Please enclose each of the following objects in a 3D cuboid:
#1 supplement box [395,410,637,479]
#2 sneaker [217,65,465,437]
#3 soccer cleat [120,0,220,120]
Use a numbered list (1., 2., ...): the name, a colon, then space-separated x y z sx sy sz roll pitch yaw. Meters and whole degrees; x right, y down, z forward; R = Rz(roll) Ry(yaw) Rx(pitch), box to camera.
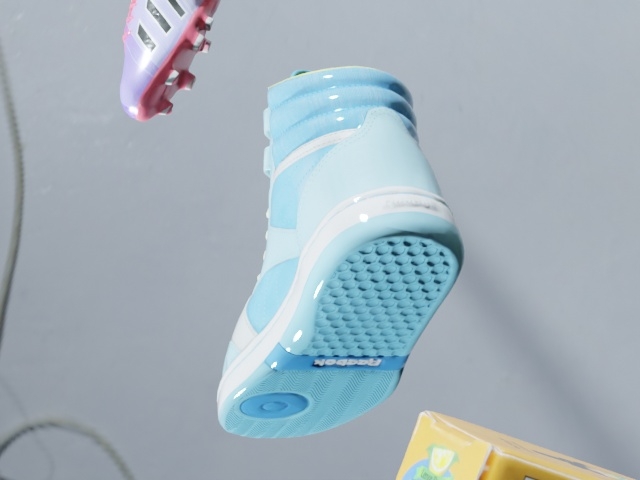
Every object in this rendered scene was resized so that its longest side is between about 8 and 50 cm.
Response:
1. supplement box: 0.141 0.144 0.675 0.233 0.078 0.080 23 87 -19
2. sneaker: 0.000 0.000 1.191 0.127 0.208 0.319 6 145 -24
3. soccer cleat: -0.128 -0.206 1.386 0.095 0.248 0.083 23 151 1
